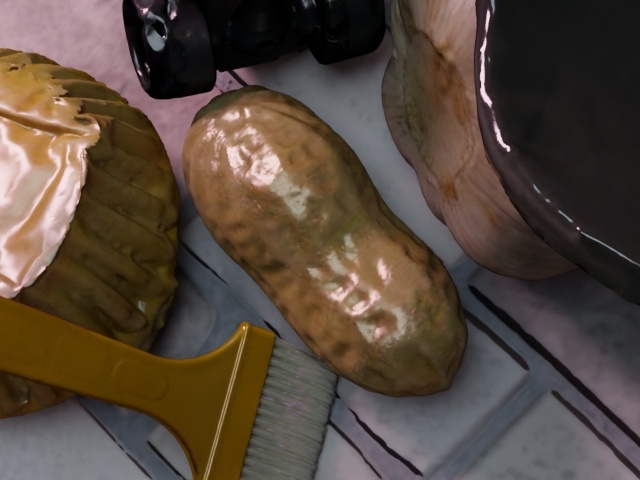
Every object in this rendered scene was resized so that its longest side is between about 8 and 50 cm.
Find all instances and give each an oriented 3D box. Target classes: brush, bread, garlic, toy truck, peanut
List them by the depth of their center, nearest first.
[{"bbox_3d":[-0.108,0.073,0.850,0.013,0.272,0.103,-8,63,58],"label":"brush"},{"bbox_3d":[0.151,-0.100,0.867,0.212,0.218,0.218,-15,67,-23],"label":"garlic"},{"bbox_3d":[0.000,0.000,0.898,0.095,0.108,0.226,-37,71,-6],"label":"peanut"},{"bbox_3d":[-0.048,-0.194,0.904,0.147,0.224,0.165,-14,67,-13],"label":"toy truck"},{"bbox_3d":[-0.203,-0.011,0.932,0.240,0.139,0.240,-5,70,14],"label":"bread"}]

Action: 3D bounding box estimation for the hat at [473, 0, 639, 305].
[{"bbox_3d":[0.263,-0.058,0.754,0.382,0.257,0.366,8,77,7],"label":"hat"}]
